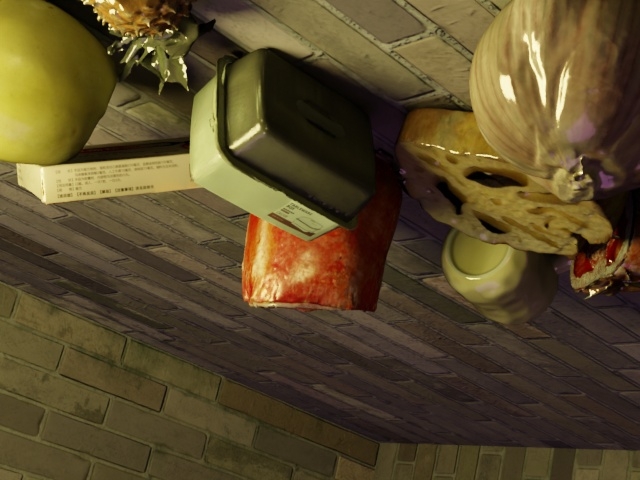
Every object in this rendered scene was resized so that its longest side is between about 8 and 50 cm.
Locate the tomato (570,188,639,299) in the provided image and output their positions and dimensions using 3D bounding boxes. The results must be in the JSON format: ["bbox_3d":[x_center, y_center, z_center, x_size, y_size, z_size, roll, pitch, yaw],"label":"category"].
[{"bbox_3d":[0.521,0.014,1.824,0.155,0.181,0.214,12,165,-10],"label":"tomato"}]

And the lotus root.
[{"bbox_3d":[0.289,-0.092,1.757,0.374,0.111,0.390,24,165,-15],"label":"lotus root"}]

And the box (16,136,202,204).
[{"bbox_3d":[-0.300,-0.122,1.833,0.353,0.069,0.214,-6,-167,-25],"label":"box"}]

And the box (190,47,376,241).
[{"bbox_3d":[-0.055,-0.145,1.709,0.290,0.221,0.166,28,134,-35],"label":"box"}]

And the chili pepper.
[{"bbox_3d":[0.000,0.000,1.939,0.251,0.305,0.229,16,163,-17],"label":"chili pepper"}]

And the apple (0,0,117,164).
[{"bbox_3d":[-0.435,-0.228,1.650,0.262,0.262,0.262,12,160,4],"label":"apple"}]

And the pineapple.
[{"bbox_3d":[-0.226,-0.307,1.517,0.165,0.166,0.364,13,169,1],"label":"pineapple"}]

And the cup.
[{"bbox_3d":[0.359,0.049,2.015,0.255,0.173,0.202,2,158,31],"label":"cup"}]

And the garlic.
[{"bbox_3d":[0.313,-0.176,1.327,0.317,0.259,0.317,8,161,3],"label":"garlic"}]
